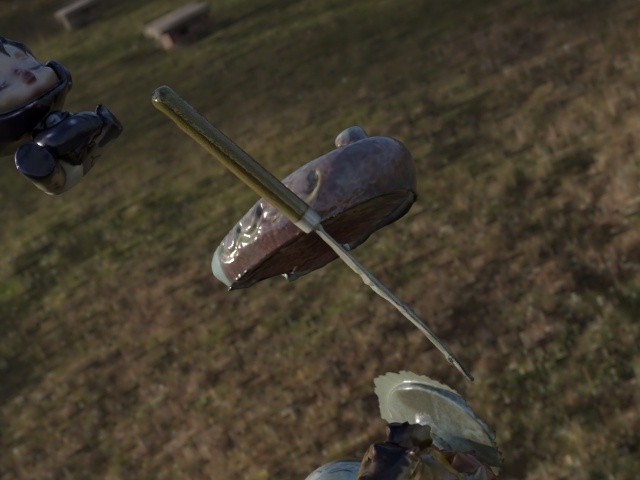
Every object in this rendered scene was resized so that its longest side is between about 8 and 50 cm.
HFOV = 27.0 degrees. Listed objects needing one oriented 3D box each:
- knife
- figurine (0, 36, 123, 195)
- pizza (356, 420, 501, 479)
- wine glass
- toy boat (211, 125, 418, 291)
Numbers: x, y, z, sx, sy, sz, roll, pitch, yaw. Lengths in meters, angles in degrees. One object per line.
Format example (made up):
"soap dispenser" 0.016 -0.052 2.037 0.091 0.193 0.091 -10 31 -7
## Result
"knife" 0.002 -0.002 0.899 0.017 0.298 0.047 -51 10 -10
"figurine" -0.323 -0.137 1.378 0.145 0.222 0.145 -47 -14 -16
"pizza" 0.047 0.248 0.908 0.114 0.278 0.409 22 22 2
"wine glass" 0.082 0.359 1.762 0.238 0.238 0.323 -3 35 46
"toy boat" -0.007 -0.035 1.273 0.155 0.085 0.227 -5 -23 -49
